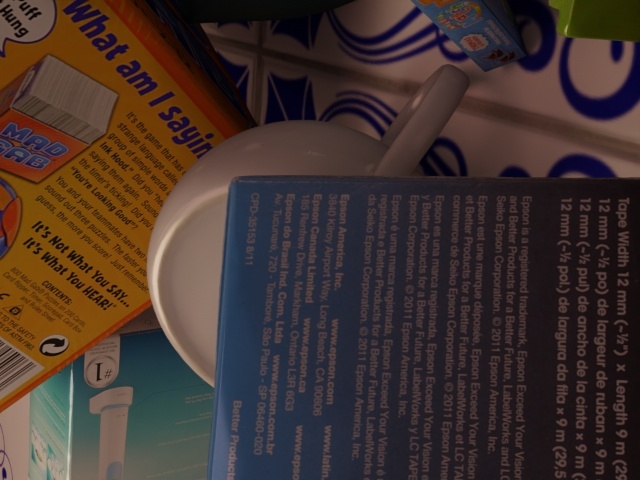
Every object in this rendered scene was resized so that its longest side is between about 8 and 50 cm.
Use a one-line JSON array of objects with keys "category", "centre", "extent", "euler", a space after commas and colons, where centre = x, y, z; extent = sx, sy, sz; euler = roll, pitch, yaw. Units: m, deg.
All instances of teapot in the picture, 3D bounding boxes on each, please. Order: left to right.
[{"category": "teapot", "centre": [0.000, 0.000, 0.842], "extent": [0.256, 0.187, 0.252], "euler": [-2, 121, 19]}]

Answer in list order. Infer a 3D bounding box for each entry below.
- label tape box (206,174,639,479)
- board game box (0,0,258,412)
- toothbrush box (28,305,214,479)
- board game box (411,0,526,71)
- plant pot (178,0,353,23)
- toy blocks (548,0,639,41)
[{"category": "label tape box", "centre": [0.116, 0.095, 0.612], "extent": [0.115, 0.348, 0.249], "euler": [48, -135, -73]}, {"category": "board game box", "centre": [-0.302, -0.136, 0.952], "extent": [0.356, 0.356, 0.356], "euler": [-35, 45, 6]}, {"category": "toothbrush box", "centre": [-0.185, 0.199, 1.129], "extent": [0.126, 0.216, 0.295], "euler": [32, 122, 51]}, {"category": "board game box", "centre": [0.070, -0.211, 0.686], "extent": [0.039, 0.211, 0.160], "euler": [-21, 75, 21]}, {"category": "plant pot", "centre": [-0.043, -0.272, 0.884], "extent": [0.234, 0.165, 0.165], "euler": [159, 102, -65]}, {"category": "toy blocks", "centre": [0.144, -0.325, 0.598], "extent": [0.261, 0.191, 0.381], "euler": [-136, 48, -60]}]
